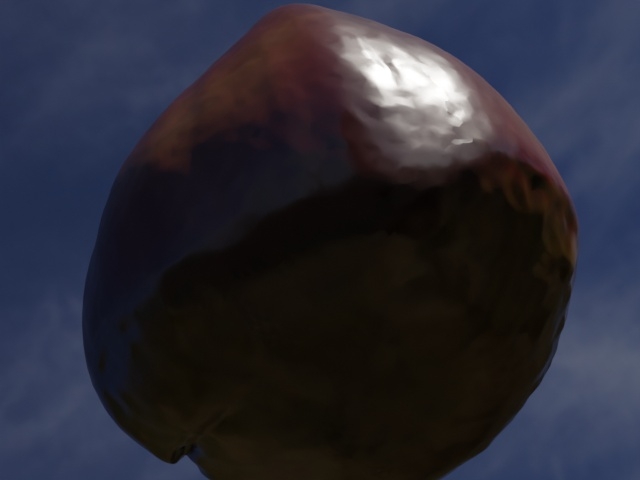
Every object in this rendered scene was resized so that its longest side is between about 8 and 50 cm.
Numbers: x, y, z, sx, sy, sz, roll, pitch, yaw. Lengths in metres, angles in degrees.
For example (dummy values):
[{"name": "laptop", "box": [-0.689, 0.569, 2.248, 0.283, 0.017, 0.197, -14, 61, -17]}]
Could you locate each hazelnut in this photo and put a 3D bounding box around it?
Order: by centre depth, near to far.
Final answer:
[{"name": "hazelnut", "box": [0.000, 0.000, 0.745, 0.208, 0.208, 0.208, -14, -55, -20]}]
